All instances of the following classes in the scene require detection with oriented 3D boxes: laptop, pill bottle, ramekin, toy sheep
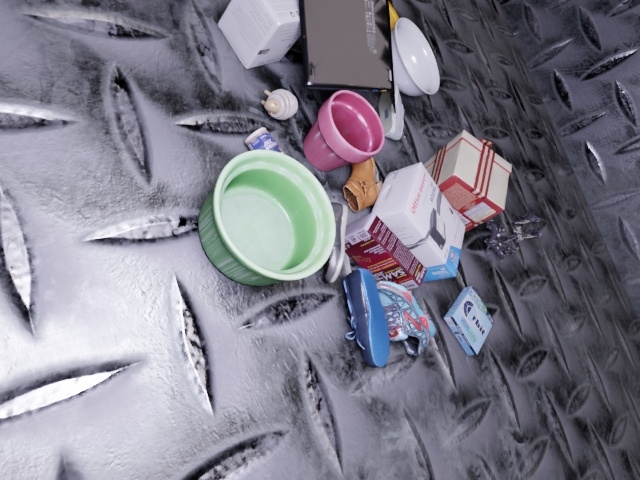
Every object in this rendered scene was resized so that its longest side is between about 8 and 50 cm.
[{"bbox_3d":[0.100,-0.612,1.218,0.408,0.236,0.381,-5,93,-20],"label":"laptop"},{"bbox_3d":[-0.137,-0.229,1.048,0.120,0.067,0.067,53,49,-8],"label":"pill bottle"},{"bbox_3d":[-0.128,-0.040,0.925,0.304,0.148,0.303,15,64,-33],"label":"ramekin"},{"bbox_3d":[-0.109,-0.383,1.125,0.132,0.091,0.091,-32,93,-47],"label":"toy sheep"}]

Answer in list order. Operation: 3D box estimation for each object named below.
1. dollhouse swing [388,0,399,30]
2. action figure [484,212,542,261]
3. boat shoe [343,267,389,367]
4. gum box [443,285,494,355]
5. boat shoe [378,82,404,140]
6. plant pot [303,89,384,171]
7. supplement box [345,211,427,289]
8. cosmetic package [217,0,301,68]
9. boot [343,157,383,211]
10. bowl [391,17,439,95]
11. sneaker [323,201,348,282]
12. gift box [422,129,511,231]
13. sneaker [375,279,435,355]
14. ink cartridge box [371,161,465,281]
[{"bbox_3d":[0.183,-0.848,1.396,0.315,0.305,0.347,54,48,-7],"label":"dollhouse swing"},{"bbox_3d":[0.751,-0.014,1.617,0.276,0.141,0.163,-18,92,-15],"label":"action figure"},{"bbox_3d":[0.119,0.207,1.064,0.109,0.089,0.258,23,53,-45],"label":"boat shoe"},{"bbox_3d":[0.513,0.271,1.371,0.184,0.041,0.157,-39,97,-40],"label":"gum box"},{"bbox_3d":[0.265,-0.467,1.463,0.081,0.079,0.227,20,67,-39],"label":"boat shoe"},{"bbox_3d":[0.051,-0.294,1.147,0.201,0.180,0.201,15,64,-33],"label":"plant pot"},{"bbox_3d":[0.174,0.044,1.140,0.239,0.130,0.073,44,52,-14],"label":"supplement box"},{"bbox_3d":[-0.154,-0.608,1.111,0.151,0.184,0.151,-38,96,-41],"label":"cosmetic package"},{"bbox_3d":[0.110,-0.193,1.224,0.152,0.073,0.197,-37,96,-40],"label":"boot"},{"bbox_3d":[0.322,-0.672,1.532,0.298,0.134,0.297,17,65,-41],"label":"bowl"},{"bbox_3d":[0.000,0.000,1.070,0.118,0.083,0.221,10,72,-14],"label":"sneaker"},{"bbox_3d":[0.509,-0.193,1.424,0.276,0.255,0.258,33,56,-16],"label":"gift box"},{"bbox_3d":[0.226,0.222,1.127,0.262,0.104,0.125,46,53,-14],"label":"sneaker"},{"bbox_3d":[0.317,-0.053,1.261,0.307,0.129,0.223,46,51,-27],"label":"ink cartridge box"}]
